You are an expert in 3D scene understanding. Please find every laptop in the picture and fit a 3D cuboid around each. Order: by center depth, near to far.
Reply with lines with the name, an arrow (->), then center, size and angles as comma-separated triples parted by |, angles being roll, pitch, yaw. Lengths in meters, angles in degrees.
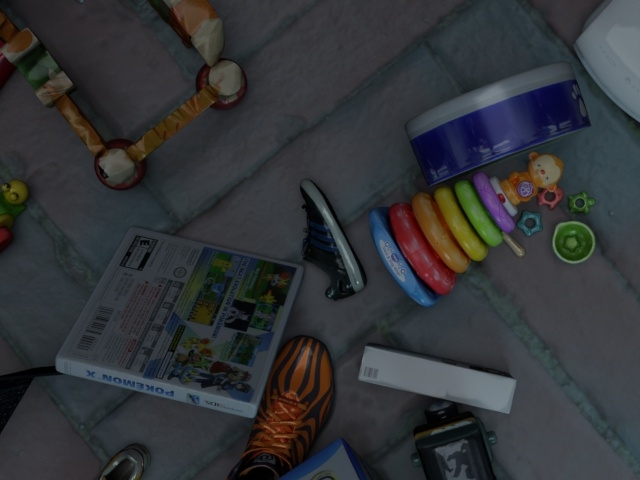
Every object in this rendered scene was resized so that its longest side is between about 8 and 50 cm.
laptop -> -0.448, 0.272, 1.781 | 0.136, 0.234, 0.264 | 31, 90, 5

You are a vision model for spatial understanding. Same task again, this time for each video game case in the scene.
video game case -> -0.204, 0.115, 1.749 | 0.300, 0.329, 0.036 | 13, 128, 5

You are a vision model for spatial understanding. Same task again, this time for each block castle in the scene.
block castle -> -0.346, -0.332, 1.784 | 0.303, 0.213, 0.453 | -39, 98, -3

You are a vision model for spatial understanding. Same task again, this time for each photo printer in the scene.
photo printer -> 0.570, -0.328, 1.783 | 0.256, 0.107, 0.307 | 44, 92, 5

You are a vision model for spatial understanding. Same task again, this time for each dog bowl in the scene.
dog bowl -> 0.267, -0.173, 1.724 | 0.265, 0.265, 0.104 | -20, 89, 4

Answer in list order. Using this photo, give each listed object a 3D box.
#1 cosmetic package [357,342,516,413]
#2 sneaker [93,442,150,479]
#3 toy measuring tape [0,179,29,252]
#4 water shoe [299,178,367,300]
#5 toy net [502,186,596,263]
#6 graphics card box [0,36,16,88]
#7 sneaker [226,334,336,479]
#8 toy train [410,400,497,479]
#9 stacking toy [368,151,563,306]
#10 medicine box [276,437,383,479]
cosmetic package -> 0.183, 0.214, 1.803 | 0.239, 0.099, 0.060 | 12, 87, 4
sneaker -> -0.349, 0.409, 1.844 | 0.069, 0.084, 0.185 | 34, 91, 5
toy measuring tape -> -0.607, 0.016, 1.862 | 0.330, 0.121, 0.121 | -42, 86, 2
water shoe -> 0.000, 0.000, 1.836 | 0.080, 0.073, 0.203 | -27, 86, 5
toy net -> 0.321, -0.032, 1.825 | 0.232, 0.045, 0.122 | 5, 89, 5
graphics card box -> -0.707, -0.327, 1.891 | 0.371, 0.094, 0.233 | 36, 92, 4
sneaker -> -0.059, 0.308, 1.776 | 0.124, 0.180, 0.321 | 15, 89, 5
toy train -> 0.227, 0.412, 1.738 | 0.142, 0.190, 0.334 | -16, 92, 4
stacking toy -> 0.238, -0.040, 1.745 | 0.302, 0.166, 0.175 | -31, 85, 15
medicine box -> 0.004, 0.470, 1.703 | 0.263, 0.289, 0.149 | -34, 49, 3
